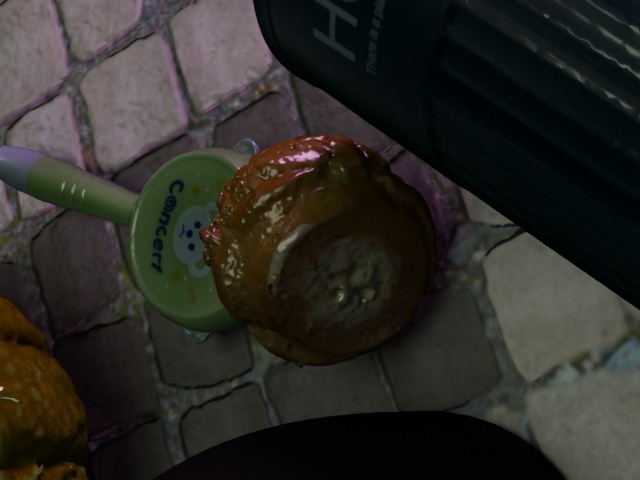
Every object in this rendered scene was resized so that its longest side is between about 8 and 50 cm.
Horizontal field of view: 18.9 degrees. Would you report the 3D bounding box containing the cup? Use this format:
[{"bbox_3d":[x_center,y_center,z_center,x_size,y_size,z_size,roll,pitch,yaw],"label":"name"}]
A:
[{"bbox_3d":[0.166,-0.136,0.944,0.292,0.242,0.308,40,103,31],"label":"cup"}]

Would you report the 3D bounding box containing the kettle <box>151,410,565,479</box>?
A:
[{"bbox_3d":[0.015,0.201,0.978,0.268,0.290,0.207,29,100,34],"label":"kettle"}]

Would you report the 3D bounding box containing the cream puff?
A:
[{"bbox_3d":[-0.004,0.000,1.111,0.126,0.144,0.103,-43,46,1],"label":"cream puff"}]

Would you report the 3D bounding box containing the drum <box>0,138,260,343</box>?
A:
[{"bbox_3d":[-0.121,0.000,1.248,0.253,0.049,0.130,0,85,36],"label":"drum"}]

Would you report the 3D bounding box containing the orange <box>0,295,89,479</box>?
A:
[{"bbox_3d":[-0.281,0.158,1.240,0.300,0.223,0.301,15,94,26],"label":"orange"}]
